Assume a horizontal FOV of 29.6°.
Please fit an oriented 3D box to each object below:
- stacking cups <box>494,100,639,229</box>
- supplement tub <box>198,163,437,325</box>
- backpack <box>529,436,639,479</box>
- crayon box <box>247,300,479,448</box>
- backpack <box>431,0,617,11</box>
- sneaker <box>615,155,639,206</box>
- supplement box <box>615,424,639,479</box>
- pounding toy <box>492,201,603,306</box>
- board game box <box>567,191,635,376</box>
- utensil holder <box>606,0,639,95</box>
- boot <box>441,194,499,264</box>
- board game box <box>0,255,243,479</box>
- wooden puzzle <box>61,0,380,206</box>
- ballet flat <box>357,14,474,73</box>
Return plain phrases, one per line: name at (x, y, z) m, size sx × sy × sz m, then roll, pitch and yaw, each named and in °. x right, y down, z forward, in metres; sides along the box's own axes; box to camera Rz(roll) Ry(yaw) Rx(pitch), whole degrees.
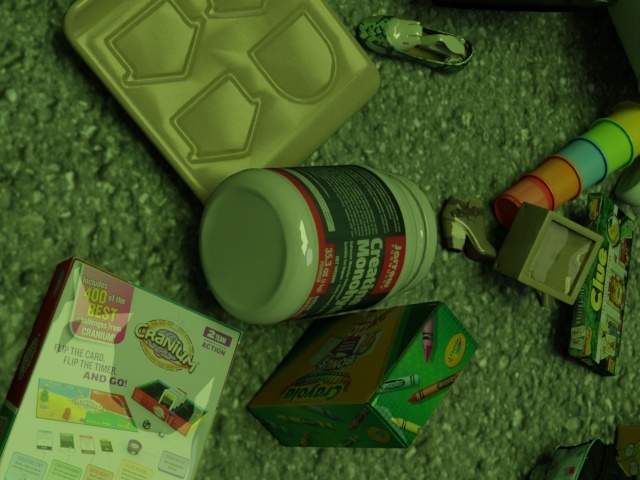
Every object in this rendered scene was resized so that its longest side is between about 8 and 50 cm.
stacking cups at (0.401, -0.106, 1.885) m, size 0.316 × 0.096 × 0.096 m, roll -35°, pitch 100°, yaw -30°
supplement tub at (0.000, 0.000, 1.537) m, size 0.272 × 0.191 × 0.191 m, roll -6°, pitch 84°, yaw -46°
backpack at (0.371, 0.398, 1.732) m, size 0.166 × 0.144 × 0.188 m, roll 53°, pitch 37°, yaw -14°
crayon box at (0.047, 0.170, 1.503) m, size 0.081 × 0.278 × 0.165 m, roll 49°, pitch 60°, yaw -17°
backpack at (0.284, -0.522, 1.813) m, size 0.290 × 0.273 × 0.355 m, roll -2°, pitch 96°, yaw -18°
sneaker at (0.615, -0.109, 2.006) m, size 0.292 × 0.108 × 0.169 m, roll -44°, pitch 101°, yaw -31°
supplement box at (0.564, 0.466, 1.814) m, size 0.194 × 0.195 × 0.356 m, roll 18°, pitch 73°, yaw -28°
pounding toy at (0.334, 0.030, 1.785) m, size 0.141 × 0.100 × 0.130 m, roll 24°, pitch 92°, yaw -27°
board game box at (0.438, 0.069, 1.883) m, size 0.136 × 0.030 × 0.259 m, roll 29°, pitch 66°, yaw -46°
utensil holder at (0.584, -0.445, 1.893) m, size 0.328 × 0.327 × 0.385 m, roll -11°, pitch 73°, yaw -33°
boot at (0.230, -0.017, 1.793) m, size 0.119 × 0.042 × 0.086 m, roll 19°, pitch 69°, yaw -28°
board game box at (-0.250, 0.212, 1.441) m, size 0.242 × 0.064 × 0.316 m, roll 27°, pitch 68°, yaw -25°
wooden puzzle at (-0.125, -0.239, 1.586) m, size 0.322 × 0.080 × 0.347 m, roll -45°, pitch 109°, yaw -23°
ballet flat at (0.146, -0.295, 1.780) m, size 0.188 × 0.070 × 0.070 m, roll 9°, pitch 76°, yaw -30°
